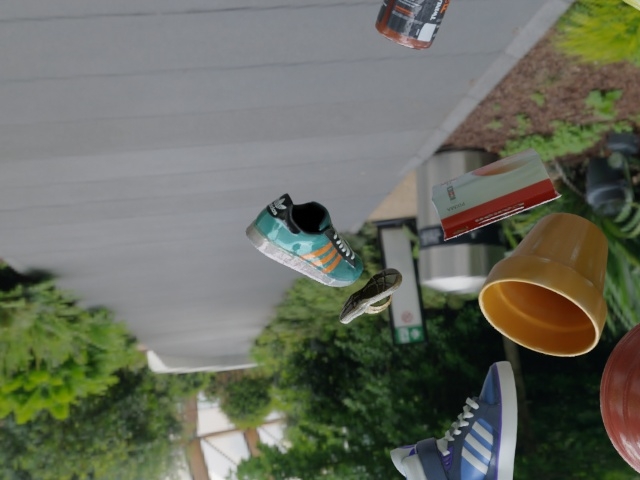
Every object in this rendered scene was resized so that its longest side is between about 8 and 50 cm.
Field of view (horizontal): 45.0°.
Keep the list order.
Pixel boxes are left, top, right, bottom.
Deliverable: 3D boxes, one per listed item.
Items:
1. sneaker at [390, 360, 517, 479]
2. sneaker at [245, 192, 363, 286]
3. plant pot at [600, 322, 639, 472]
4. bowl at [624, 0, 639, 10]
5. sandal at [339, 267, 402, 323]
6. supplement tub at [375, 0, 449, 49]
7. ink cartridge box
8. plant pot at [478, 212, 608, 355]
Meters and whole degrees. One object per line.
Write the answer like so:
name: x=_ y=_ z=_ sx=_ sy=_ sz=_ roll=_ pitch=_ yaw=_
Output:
sneaker: x=0.257 y=0.392 z=1.518 sx=0.236 sy=0.323 sz=0.130 roll=4 pitch=175 yaw=9
sneaker: x=0.000 y=0.000 z=1.510 sx=0.302 sy=0.108 sz=0.121 roll=23 pitch=117 yaw=-45
plant pot: x=0.539 y=0.230 z=1.011 sx=0.272 sy=0.273 sz=0.265 roll=-8 pitch=177 yaw=5
bowl: x=0.287 y=-0.336 z=0.648 sx=0.289 sy=0.290 sz=0.156 roll=0 pitch=-161 yaw=-35
sandal: x=0.098 y=0.107 z=1.408 sx=0.049 sy=0.072 sz=0.180 roll=34 pitch=136 yaw=-12
supplement tub: x=0.168 y=-0.420 z=1.254 sx=0.106 sy=0.106 sz=0.198 roll=-1 pitch=126 yaw=-33
ink cartridge box: x=0.210 y=-0.061 z=0.956 sx=0.145 sy=0.045 sz=0.179 roll=-21 pitch=-173 yaw=13
plant pot: x=0.401 y=0.062 z=1.326 sx=0.205 sy=0.188 sz=0.205 roll=24 pitch=149 yaw=15
